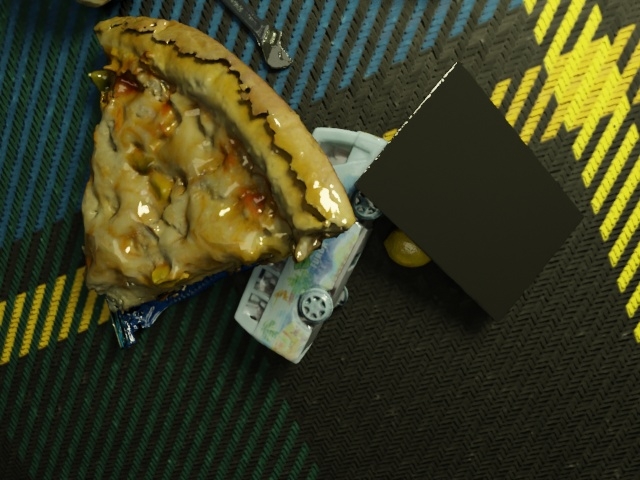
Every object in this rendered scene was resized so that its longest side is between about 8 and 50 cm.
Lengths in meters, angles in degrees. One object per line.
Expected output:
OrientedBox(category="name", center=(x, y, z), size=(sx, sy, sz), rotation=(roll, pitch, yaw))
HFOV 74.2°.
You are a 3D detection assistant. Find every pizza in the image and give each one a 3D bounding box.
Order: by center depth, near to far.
OrientedBox(category="pizza", center=(-0.197, -0.124, 0.556), size=(0.434, 0.080, 0.392), rotation=(-17, 86, 22))

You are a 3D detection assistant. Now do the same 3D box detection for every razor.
OrientedBox(category="razor", center=(-0.193, 0.065, 0.635), size=(0.324, 0.056, 0.093), rotation=(-26, 81, 24))

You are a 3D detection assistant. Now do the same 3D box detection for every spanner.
OrientedBox(category="spanner", center=(-0.115, -0.323, 0.596), size=(0.046, 0.012, 0.208), rotation=(-43, 94, 12))

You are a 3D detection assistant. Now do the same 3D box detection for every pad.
OrientedBox(category="pad", center=(0.208, -0.050, 0.557), size=(0.299, 0.005, 0.202), rotation=(40, 89, -19))

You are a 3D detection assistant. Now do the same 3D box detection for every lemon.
OrientedBox(category="lemon", center=(0.132, 0.008, 0.608), size=(0.083, 0.062, 0.062), rotation=(5, 101, 5))

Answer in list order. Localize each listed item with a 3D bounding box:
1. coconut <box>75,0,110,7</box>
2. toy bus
OrientedBox(category="coconut", center=(-0.302, -0.384, 0.540), size=(0.146, 0.147, 0.153), rotation=(4, 98, 5))
OrientedBox(category="toy bus", center=(0.000, 0.000, 0.602), size=(0.135, 0.109, 0.330), rotation=(27, 101, 11))
